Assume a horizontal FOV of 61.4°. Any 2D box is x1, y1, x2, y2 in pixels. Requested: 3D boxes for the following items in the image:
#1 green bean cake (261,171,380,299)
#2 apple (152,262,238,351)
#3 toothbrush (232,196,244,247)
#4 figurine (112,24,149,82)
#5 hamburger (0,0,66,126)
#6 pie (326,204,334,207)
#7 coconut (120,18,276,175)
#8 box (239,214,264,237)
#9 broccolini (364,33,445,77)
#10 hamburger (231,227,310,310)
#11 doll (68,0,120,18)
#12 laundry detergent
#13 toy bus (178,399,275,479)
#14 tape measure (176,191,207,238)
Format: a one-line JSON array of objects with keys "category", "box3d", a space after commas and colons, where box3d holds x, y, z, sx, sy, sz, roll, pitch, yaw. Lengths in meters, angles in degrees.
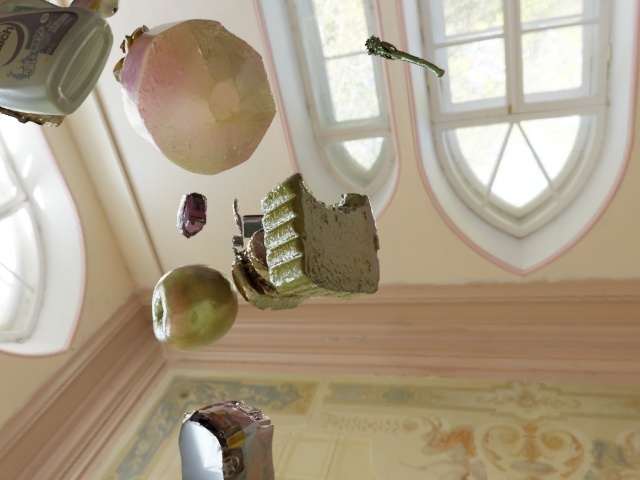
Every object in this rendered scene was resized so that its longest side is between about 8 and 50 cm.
[{"category": "green bean cake", "box3d": [0.000, 0.000, 1.065, 0.236, 0.232, 0.124, 12, 155, -44]}, {"category": "apple", "box3d": [-0.450, 0.239, 1.949, 0.277, 0.319, 0.319, -1, -163, -34]}, {"category": "toothbrush", "box3d": [-0.220, -0.054, 1.433, 0.031, 0.023, 0.321, 12, -158, -14]}, {"category": "figurine", "box3d": [-0.526, -0.523, 1.508, 0.122, 0.121, 0.176, 42, -82, 32]}, {"category": "hamburger", "box3d": [-0.758, -0.428, 1.175, 0.446, 0.268, 0.287, 21, 176, -27]}, {"category": "pie", "box3d": [0.043, -0.079, 1.736, 0.085, 0.085, 0.017, 8, -151, 35]}, {"category": "coconut", "box3d": [-0.191, -0.231, 0.864, 0.233, 0.233, 0.245, -24, -147, -23]}, {"category": "box", "box3d": [-0.259, -0.051, 2.095, 0.122, 0.084, 0.069, -2, -158, 18]}, {"category": "broccolini", "box3d": [0.208, -0.454, 1.343, 0.239, 0.051, 0.054, 35, -89, 29]}, {"category": "hamburger", "box3d": [-0.164, 0.091, 1.941, 0.318, 0.195, 0.276, 4, -140, -44]}, {"category": "doll", "box3d": [-0.588, -0.641, 1.368, 0.160, 0.094, 0.365, -57, -171, -13]}, {"category": "laundry detergent", "box3d": [-0.523, -0.332, 0.932, 0.281, 0.105, 0.214, 16, -108, 15]}, {"category": "toy bus", "box3d": [-0.196, 0.538, 1.194, 0.171, 0.386, 0.162, 7, -165, 38]}, {"category": "tape measure", "box3d": [-0.363, -0.071, 1.529, 0.074, 0.125, 0.118, 13, 153, -26]}]
